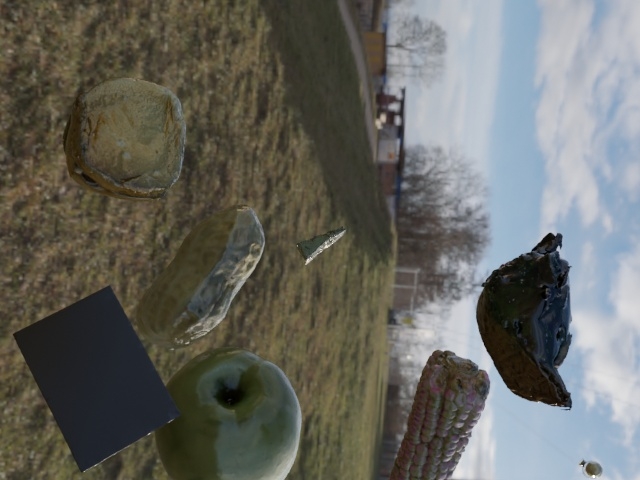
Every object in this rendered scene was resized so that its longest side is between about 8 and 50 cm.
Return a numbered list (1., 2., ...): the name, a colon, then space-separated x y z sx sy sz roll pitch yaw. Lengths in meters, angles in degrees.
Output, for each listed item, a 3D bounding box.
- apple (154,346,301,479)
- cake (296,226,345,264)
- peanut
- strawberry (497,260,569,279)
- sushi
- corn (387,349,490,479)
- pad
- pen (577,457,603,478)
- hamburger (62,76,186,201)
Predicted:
1. apple: -0.215 0.434 1.673 0.357 0.357 0.357 4 90 -87
2. cake: 0.000 0.000 1.831 0.140 0.055 0.051 -37 161 -22
3. peanut: -0.212 0.071 1.326 0.313 0.152 0.152 -52 179 5
4. strawberry: 0.440 0.098 1.517 0.131 0.148 0.131 38 45 -52
5. sushi: 0.303 0.107 1.061 0.140 0.149 0.287 -40 -160 41
6. corn: 0.200 0.353 1.273 0.126 0.126 0.335 -76 -179 -71
7. pad: -0.268 0.160 0.867 0.190 0.127 0.004 57 -22 15
8. pen: 0.457 0.385 1.226 0.032 0.040 0.233 -52 154 -3
9. hamburger: -0.317 -0.169 1.202 0.108 0.213 0.214 -27 -130 51
